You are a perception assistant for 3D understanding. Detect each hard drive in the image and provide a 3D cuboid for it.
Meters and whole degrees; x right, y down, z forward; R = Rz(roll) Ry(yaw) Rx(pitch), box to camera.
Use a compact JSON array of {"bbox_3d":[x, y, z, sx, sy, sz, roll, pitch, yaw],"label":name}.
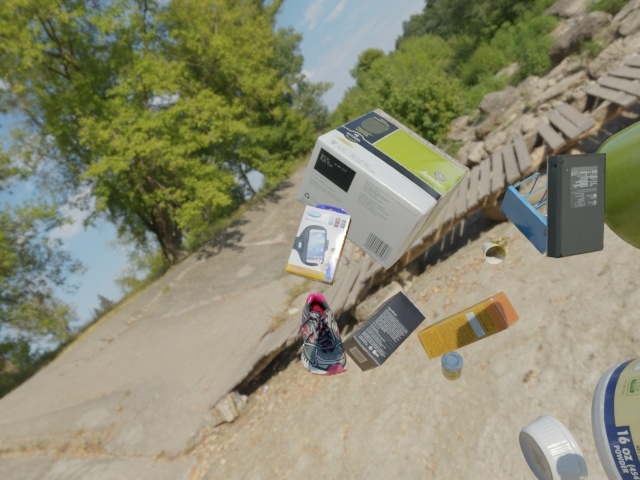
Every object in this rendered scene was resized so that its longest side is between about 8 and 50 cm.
[{"bbox_3d":[0.346,-0.048,0.588,0.094,0.135,0.022,-7,8,-23],"label":"hard drive"}]

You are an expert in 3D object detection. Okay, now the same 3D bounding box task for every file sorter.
[{"bbox_3d":[0.583,-0.075,1.152,0.104,0.170,0.118,-30,-28,-4],"label":"file sorter"}]

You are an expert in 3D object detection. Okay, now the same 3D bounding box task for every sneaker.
[{"bbox_3d":[-0.003,0.260,1.208,0.120,0.112,0.299,-2,24,-15],"label":"sneaker"}]

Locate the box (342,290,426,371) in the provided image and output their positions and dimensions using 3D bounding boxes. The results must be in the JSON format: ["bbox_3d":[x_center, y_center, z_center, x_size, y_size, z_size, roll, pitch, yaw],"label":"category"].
[{"bbox_3d":[0.178,0.263,1.258,0.207,0.108,0.153,-39,-9,-23],"label":"box"}]

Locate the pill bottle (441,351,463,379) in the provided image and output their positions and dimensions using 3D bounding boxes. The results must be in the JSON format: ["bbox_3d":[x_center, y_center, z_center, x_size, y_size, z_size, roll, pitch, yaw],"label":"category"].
[{"bbox_3d":[0.405,0.391,1.341,0.065,0.065,0.116,-44,-34,-16],"label":"pill bottle"}]

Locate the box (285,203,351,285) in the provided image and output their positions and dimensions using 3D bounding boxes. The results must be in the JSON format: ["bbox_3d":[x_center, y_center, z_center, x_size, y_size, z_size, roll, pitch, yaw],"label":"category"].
[{"bbox_3d":[0.000,0.000,0.735,0.028,0.081,0.136,68,-143,-72],"label":"box"}]

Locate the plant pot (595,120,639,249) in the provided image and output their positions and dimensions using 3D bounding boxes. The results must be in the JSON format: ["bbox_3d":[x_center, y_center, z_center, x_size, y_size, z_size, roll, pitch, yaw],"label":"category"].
[{"bbox_3d":[0.663,-0.137,0.717,0.275,0.275,0.293,-43,-12,-8],"label":"plant pot"}]

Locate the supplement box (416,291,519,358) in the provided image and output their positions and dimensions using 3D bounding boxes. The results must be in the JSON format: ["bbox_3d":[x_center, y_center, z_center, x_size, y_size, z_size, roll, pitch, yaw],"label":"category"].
[{"bbox_3d":[0.349,0.209,1.054,0.078,0.080,0.233,-12,-22,-47],"label":"supplement box"}]

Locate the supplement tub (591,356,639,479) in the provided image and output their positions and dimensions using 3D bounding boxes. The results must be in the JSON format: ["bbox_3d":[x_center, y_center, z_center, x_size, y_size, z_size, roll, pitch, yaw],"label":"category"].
[{"bbox_3d":[0.492,0.209,0.450,0.228,0.228,0.316,-46,-4,-33],"label":"supplement tub"}]

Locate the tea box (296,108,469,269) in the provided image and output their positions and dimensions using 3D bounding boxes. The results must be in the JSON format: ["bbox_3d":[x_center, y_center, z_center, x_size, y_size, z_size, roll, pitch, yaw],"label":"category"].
[{"bbox_3d":[0.172,-0.156,1.203,0.323,0.329,0.220,-37,-21,-43],"label":"tea box"}]

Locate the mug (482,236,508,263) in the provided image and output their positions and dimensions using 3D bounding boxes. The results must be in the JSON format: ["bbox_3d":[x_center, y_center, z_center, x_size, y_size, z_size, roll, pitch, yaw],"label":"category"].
[{"bbox_3d":[0.527,0.029,1.317,0.078,0.062,0.064,-15,20,10],"label":"mug"}]

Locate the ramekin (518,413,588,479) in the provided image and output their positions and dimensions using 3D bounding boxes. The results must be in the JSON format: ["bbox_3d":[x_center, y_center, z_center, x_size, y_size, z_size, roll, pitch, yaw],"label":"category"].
[{"bbox_3d":[0.908,0.845,1.728,0.127,0.273,0.273,-16,4,-7],"label":"ramekin"}]
